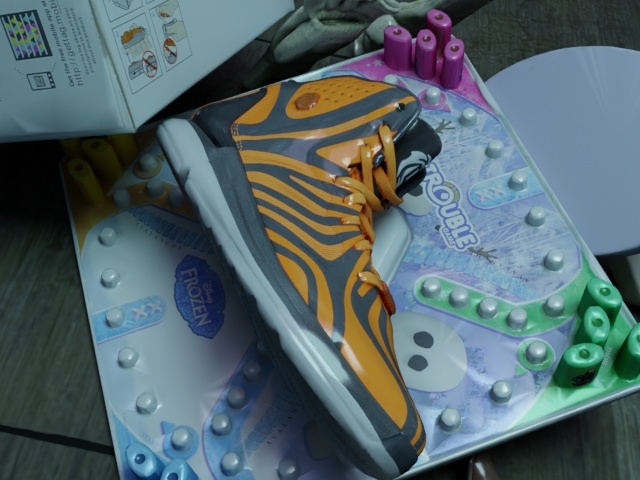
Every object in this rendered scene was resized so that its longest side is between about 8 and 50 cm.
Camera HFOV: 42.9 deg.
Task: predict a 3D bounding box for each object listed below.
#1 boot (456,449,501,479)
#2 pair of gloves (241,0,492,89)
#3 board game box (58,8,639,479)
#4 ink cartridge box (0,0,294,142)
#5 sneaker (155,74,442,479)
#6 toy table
[{"bbox_3d":[0.161,0.195,0.610,0.114,0.037,0.106,10,64,-1],"label":"boot"},{"bbox_3d":[0.054,-0.219,0.820,0.240,0.204,0.042,-18,89,-25],"label":"pair of gloves"},{"bbox_3d":[0.000,0.000,0.650,0.390,0.050,0.389,-19,56,-5],"label":"board game box"},{"bbox_3d":[-0.208,-0.195,0.674,0.272,0.130,0.309,-1,29,22],"label":"ink cartridge box"},{"bbox_3d":[0.021,-0.011,0.550,0.180,0.124,0.321,-27,58,-9],"label":"sneaker"},{"bbox_3d":[0.264,-0.070,0.720,0.161,0.252,0.274,6,15,-35],"label":"toy table"}]
